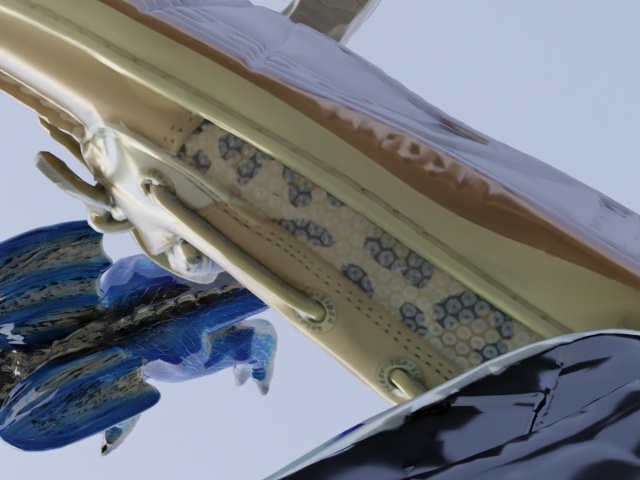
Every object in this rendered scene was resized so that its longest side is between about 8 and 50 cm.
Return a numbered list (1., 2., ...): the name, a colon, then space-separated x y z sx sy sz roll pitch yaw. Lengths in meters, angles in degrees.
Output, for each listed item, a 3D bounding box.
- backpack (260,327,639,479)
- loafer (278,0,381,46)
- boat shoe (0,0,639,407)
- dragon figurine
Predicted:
1. backpack: 0.036 0.144 0.346 0.225 0.253 0.191 37 -54 40
2. loafer: -0.011 -0.090 0.859 0.125 0.039 0.045 -45 -105 5
3. boat shoe: 0.000 0.000 0.504 0.285 0.104 0.089 31 -74 15
4. dragon figurine: -0.094 0.039 0.743 0.289 0.144 0.085 -23 -100 26
